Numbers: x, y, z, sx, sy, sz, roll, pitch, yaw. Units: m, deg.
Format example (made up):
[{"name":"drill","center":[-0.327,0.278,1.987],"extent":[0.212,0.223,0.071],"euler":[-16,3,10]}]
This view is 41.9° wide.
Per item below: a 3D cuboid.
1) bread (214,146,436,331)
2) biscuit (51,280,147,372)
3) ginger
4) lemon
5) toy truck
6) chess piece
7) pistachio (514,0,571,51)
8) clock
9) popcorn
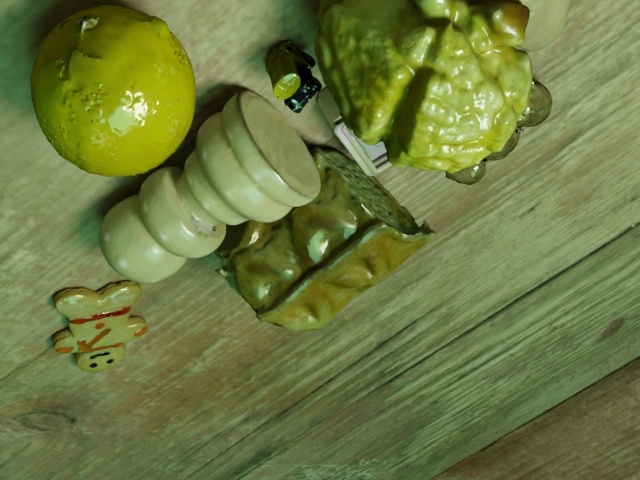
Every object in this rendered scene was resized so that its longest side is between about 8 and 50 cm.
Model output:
[{"name":"bread","center":[-0.004,-0.001,1.225],"extent":[0.252,0.238,0.196],"euler":[-46,179,21]},{"name":"biscuit","center":[-0.355,0.146,1.353],"extent":[0.153,0.030,0.234],"euler":[-7,143,-23]},{"name":"ginger","center":[0.267,-0.163,1.284],"extent":[0.204,0.080,0.104],"euler":[-44,149,23]},{"name":"lemon","center":[-0.219,-0.153,0.893],"extent":[0.173,0.174,0.206],"euler":[-9,152,-24]},{"name":"toy truck","center":[-0.037,-0.204,1.025],"extent":[0.054,0.083,0.049],"euler":[26,123,-33]},{"name":"chess piece","center":[-0.163,-0.050,1.110],"extent":[0.299,0.167,0.167],"euler":[-32,147,22]},{"name":"pistachio","center":[0.242,-0.321,1.012],"extent":[0.152,0.126,0.223],"euler":[-52,149,-22]},{"name":"clock","center":[0.109,-0.189,1.150],"extent":[0.192,0.071,0.147],"euler":[-30,147,9]},{"name":"popcorn","center":[0.118,-0.208,0.944],"extent":[0.224,0.270,0.258],"euler":[-28,119,-30]}]
